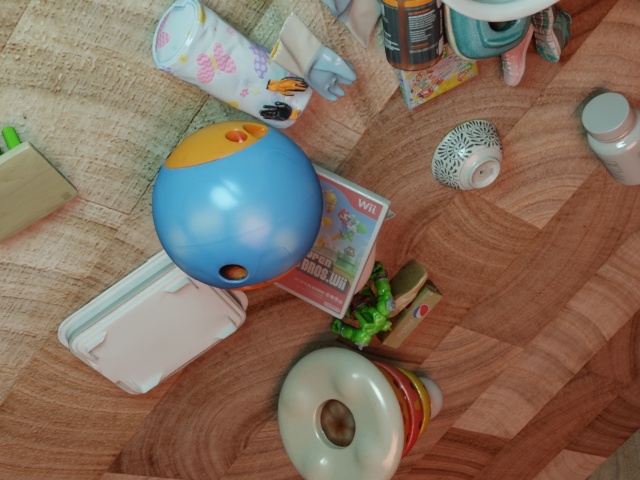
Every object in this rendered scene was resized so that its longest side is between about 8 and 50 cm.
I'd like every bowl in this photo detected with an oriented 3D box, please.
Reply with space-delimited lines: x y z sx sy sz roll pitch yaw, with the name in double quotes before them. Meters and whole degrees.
"bowl" 0.326 -0.161 1.736 0.170 0.080 0.170 -17 135 -17

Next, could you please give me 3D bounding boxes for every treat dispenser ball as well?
"treat dispenser ball" -0.139 -0.059 1.395 0.288 0.288 0.288 -17 134 -18

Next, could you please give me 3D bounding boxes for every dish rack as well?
"dish rack" -0.321 0.177 1.659 0.333 0.072 0.285 -34 138 2

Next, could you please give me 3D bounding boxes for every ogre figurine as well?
"ogre figurine" 0.103 0.161 1.861 0.197 0.118 0.097 -41 137 8

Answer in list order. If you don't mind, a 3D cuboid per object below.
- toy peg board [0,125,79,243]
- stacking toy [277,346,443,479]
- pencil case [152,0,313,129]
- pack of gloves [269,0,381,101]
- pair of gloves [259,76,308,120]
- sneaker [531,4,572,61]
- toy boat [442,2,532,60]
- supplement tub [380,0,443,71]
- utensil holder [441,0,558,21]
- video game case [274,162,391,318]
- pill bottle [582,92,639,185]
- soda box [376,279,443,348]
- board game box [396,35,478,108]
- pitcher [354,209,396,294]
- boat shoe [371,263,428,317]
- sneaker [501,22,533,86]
"toy peg board" -0.503 -0.095 1.315 0.161 0.079 0.160 -31 153 -2
"stacking toy" 0.159 0.412 2.050 0.480 0.350 0.350 -4 132 -53
"pencil case" -0.136 -0.280 1.329 0.273 0.113 0.124 21 103 -42
"pack of gloves" 0.032 -0.335 1.337 0.232 0.046 0.195 22 95 -60
"pair of gloves" -0.060 -0.228 1.328 0.074 0.010 0.083 -2 134 -29
"sneaker" 0.449 -0.429 1.597 0.076 0.065 0.166 -46 142 -11
"toy boat" 0.358 -0.459 1.431 0.318 0.148 0.267 -23 129 -14
"supplement tub" 0.156 -0.396 1.406 0.106 0.106 0.198 -23 137 -12
"utensil holder" 0.180 -0.526 1.100 0.328 0.385 0.327 -17 135 -17
"video game case" 0.000 0.000 1.621 0.025 0.204 0.285 -47 161 -56
"pill bottle" 0.675 -0.229 1.847 0.131 0.131 0.229 -44 136 11
"soda box" 0.207 0.174 1.980 0.061 0.058 0.181 22 113 -42
"board game box" 0.221 -0.327 1.563 0.154 0.026 0.103 -28 136 -6
"pitcher" 0.041 0.011 1.692 0.178 0.125 0.207 12 111 -35
"boat shoe" 0.193 0.120 1.925 0.059 0.063 0.170 21 124 -44
"sneaker" 0.363 -0.362 1.602 0.070 0.051 0.134 -9 128 -22
